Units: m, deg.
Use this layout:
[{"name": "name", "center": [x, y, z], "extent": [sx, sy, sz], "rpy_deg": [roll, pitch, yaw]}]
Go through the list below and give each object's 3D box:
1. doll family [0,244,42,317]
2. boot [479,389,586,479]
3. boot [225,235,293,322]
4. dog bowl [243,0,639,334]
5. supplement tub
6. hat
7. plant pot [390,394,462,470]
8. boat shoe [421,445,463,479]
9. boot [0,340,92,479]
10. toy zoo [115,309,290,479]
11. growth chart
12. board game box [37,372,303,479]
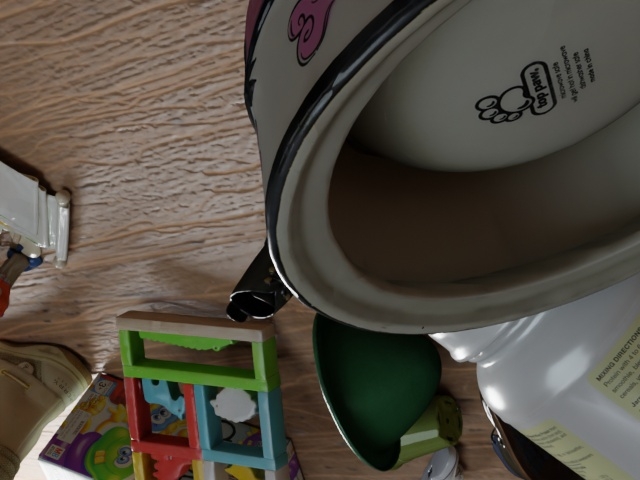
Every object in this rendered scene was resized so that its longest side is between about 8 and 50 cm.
[{"name": "doll family", "center": [-0.438, 0.085, 2.016], "extent": [0.118, 0.163, 0.263], "rpy_deg": [36, 149, -5]}, {"name": "boot", "center": [0.180, 0.178, 1.588], "extent": [0.106, 0.082, 0.219], "rpy_deg": [14, 152, 48]}, {"name": "boot", "center": [0.000, 0.000, 1.529], "extent": [0.077, 0.137, 0.198], "rpy_deg": [38, 148, -9]}, {"name": "dog bowl", "center": [0.135, -0.120, 1.040], "extent": [0.408, 0.408, 0.150], "rpy_deg": [97, 152, -56]}, {"name": "supplement tub", "center": [0.267, 0.085, 1.309], "extent": [0.325, 0.235, 0.235], "rpy_deg": [36, 149, -5]}, {"name": "hat", "center": [0.107, 0.108, 1.630], "extent": [0.183, 0.173, 0.208], "rpy_deg": [-22, 167, 18]}, {"name": "plant pot", "center": [0.100, 0.188, 1.767], "extent": [0.079, 0.083, 0.083], "rpy_deg": [-14, 127, 34]}, {"name": "boat shoe", "center": [0.136, 0.246, 1.852], "extent": [0.035, 0.035, 0.100], "rpy_deg": [8, 146, -10]}, {"name": "boot", "center": [-0.424, 0.226, 2.158], "extent": [0.262, 0.203, 0.095], "rpy_deg": [-2, 134, 42]}, {"name": "toy zoo", "center": [-0.123, 0.225, 1.895], "extent": [0.192, 0.030, 0.293], "rpy_deg": [4, 107, 30]}, {"name": "growth chart", "center": [-0.367, -0.063, 1.887], "extent": [0.237, 0.021, 0.172], "rpy_deg": [33, 149, 1]}, {"name": "board game box", "center": [-0.172, 0.288, 2.077], "extent": [0.275, 0.142, 0.144], "rpy_deg": [17, 144, 26]}]
